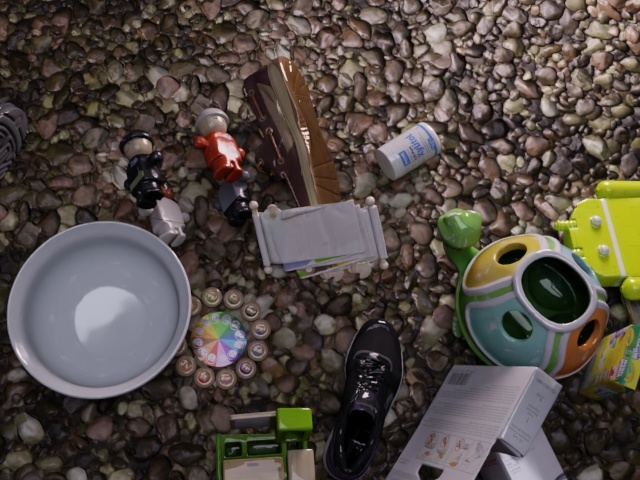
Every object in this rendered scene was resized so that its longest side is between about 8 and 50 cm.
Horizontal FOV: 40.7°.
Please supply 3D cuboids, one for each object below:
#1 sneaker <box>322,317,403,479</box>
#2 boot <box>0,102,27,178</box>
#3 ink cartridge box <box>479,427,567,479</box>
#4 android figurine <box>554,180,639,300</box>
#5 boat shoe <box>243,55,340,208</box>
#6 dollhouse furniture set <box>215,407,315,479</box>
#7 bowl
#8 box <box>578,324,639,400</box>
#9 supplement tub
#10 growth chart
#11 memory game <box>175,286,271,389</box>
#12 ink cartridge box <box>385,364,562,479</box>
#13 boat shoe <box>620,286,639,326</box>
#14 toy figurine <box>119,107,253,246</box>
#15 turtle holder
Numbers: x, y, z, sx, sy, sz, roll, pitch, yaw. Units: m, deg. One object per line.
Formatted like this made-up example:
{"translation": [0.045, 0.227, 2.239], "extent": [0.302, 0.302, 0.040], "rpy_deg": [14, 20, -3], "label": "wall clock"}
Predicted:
{"translation": [0.084, 0.263, 1.448], "extent": [0.107, 0.124, 0.284], "rpy_deg": [14, 72, 0], "label": "sneaker"}
{"translation": [-0.809, -0.191, 1.539], "extent": [0.445, 0.146, 0.367], "rpy_deg": [30, 71, 11], "label": "boot"}
{"translation": [0.345, 0.421, 1.396], "extent": [0.092, 0.160, 0.220], "rpy_deg": [-21, 76, -11], "label": "ink cartridge box"}
{"translation": [0.565, -0.001, 1.580], "extent": [0.272, 0.056, 0.248], "rpy_deg": [1, 59, -4], "label": "android figurine"}
{"translation": [-0.061, -0.162, 1.593], "extent": [0.123, 0.123, 0.342], "rpy_deg": [-20, 84, 22], "label": "boat shoe"}
{"translation": [-0.084, 0.430, 1.329], "extent": [0.151, 0.198, 0.302], "rpy_deg": [-2, 64, -6], "label": "dollhouse furniture set"}
{"translation": [-0.361, 0.127, 1.459], "extent": [0.297, 0.134, 0.298], "rpy_deg": [1, 72, -3], "label": "bowl"}
{"translation": [0.502, 0.207, 1.462], "extent": [0.043, 0.179, 0.105], "rpy_deg": [23, 73, 4], "label": "box"}
{"translation": [0.165, -0.167, 1.617], "extent": [0.107, 0.071, 0.071], "rpy_deg": [-33, 77, -13], "label": "supplement tub"}
{"translation": [0.000, 0.000, 1.524], "extent": [0.237, 0.172, 0.021], "rpy_deg": [-4, 31, 1], "label": "growth chart"}
{"translation": [-0.180, 0.171, 1.520], "extent": [0.186, 0.012, 0.186], "rpy_deg": [1, 73, -4], "label": "memory game"}
{"translation": [0.234, 0.310, 1.364], "extent": [0.060, 0.275, 0.239], "rpy_deg": [36, 74, -10], "label": "ink cartridge box"}
{"translation": [0.580, 0.124, 1.561], "extent": [0.056, 0.048, 0.153], "rpy_deg": [4, 73, -2], "label": "boat shoe"}
{"translation": [-0.229, -0.110, 1.506], "extent": [0.212, 0.210, 0.148], "rpy_deg": [-19, 58, -3], "label": "toy figurine"}
{"translation": [0.352, 0.080, 1.468], "extent": [0.243, 0.227, 0.321], "rpy_deg": [-15, 74, -7], "label": "turtle holder"}
